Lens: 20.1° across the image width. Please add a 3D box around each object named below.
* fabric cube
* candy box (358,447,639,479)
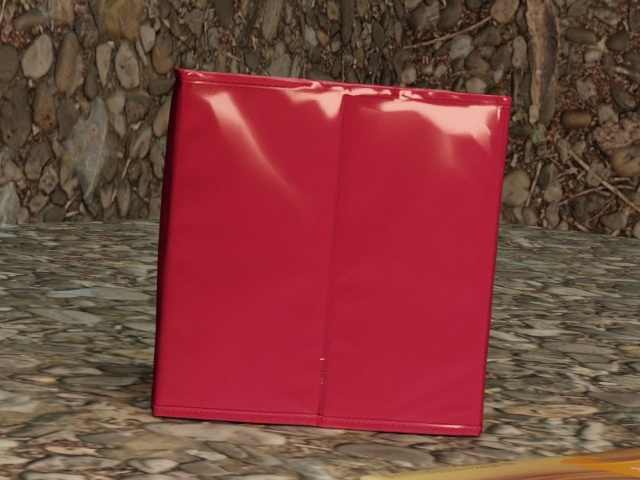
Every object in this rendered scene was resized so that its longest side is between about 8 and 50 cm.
[{"bbox_3d":[0.000,0.000,1.443,0.259,0.258,0.254,4,4,-5],"label":"fabric cube"},{"bbox_3d":[0.190,0.154,0.834,0.316,0.088,0.183,1,6,-38],"label":"candy box"}]
